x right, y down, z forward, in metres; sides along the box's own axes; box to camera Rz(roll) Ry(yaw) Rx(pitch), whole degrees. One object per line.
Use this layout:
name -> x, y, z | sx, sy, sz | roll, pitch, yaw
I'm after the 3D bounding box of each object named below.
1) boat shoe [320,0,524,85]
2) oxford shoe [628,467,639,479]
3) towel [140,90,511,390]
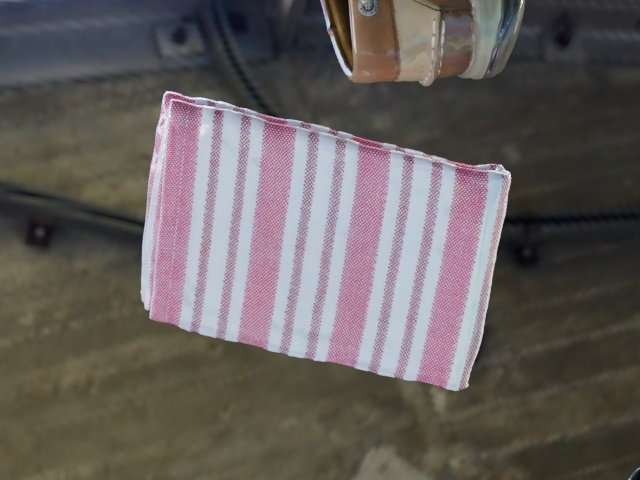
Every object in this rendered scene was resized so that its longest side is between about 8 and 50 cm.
boat shoe -> 0.011, -0.229, 1.174 | 0.120, 0.122, 0.324 | -16, -120, -15
oxford shoe -> 0.255, 0.191, 1.314 | 0.227, 0.082, 0.096 | -21, -81, -47
towel -> 0.000, 0.000, 1.066 | 0.197, 0.144, 0.029 | 13, -147, 6
